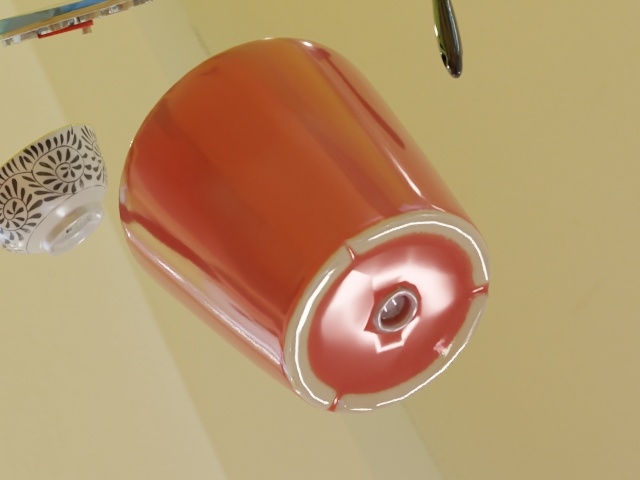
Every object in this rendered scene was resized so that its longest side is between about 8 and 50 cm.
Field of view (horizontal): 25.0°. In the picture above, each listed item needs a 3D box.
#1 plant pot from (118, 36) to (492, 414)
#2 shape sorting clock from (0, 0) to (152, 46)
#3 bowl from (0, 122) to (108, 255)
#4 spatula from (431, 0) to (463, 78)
[{"bbox_3d":[0.000,0.000,1.220,0.275,0.275,0.243,-53,-136,8],"label":"plant pot"},{"bbox_3d":[-0.267,-0.252,1.623,0.206,0.206,0.040,-5,-74,35],"label":"shape sorting clock"},{"bbox_3d":[-0.279,-0.036,1.508,0.170,0.170,0.080,-44,-101,15],"label":"bowl"},{"bbox_3d":[0.093,-0.258,1.345,0.030,0.084,0.296,-12,-129,-5],"label":"spatula"}]
